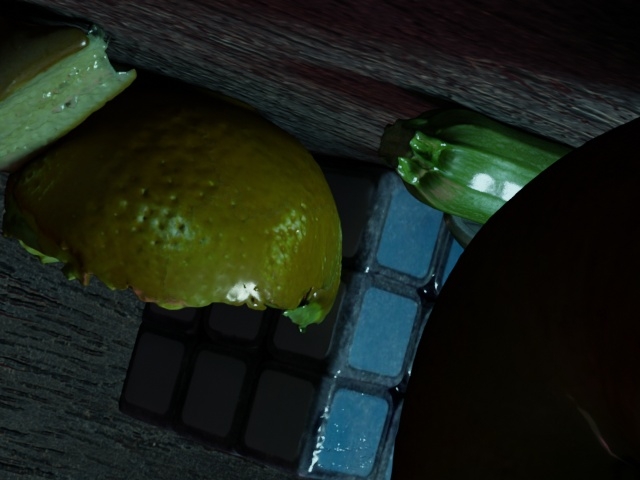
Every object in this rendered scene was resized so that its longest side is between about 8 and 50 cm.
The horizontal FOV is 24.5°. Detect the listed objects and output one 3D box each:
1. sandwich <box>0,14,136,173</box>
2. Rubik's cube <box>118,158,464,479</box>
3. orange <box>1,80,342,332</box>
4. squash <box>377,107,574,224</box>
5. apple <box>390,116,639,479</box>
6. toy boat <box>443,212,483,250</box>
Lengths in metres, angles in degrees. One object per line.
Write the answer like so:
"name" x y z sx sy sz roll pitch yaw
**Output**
"sandwich" -0.261 -0.110 1.058 0.236 0.128 0.122 14 -176 24
"Rubik's cube" 0.021 0.086 1.525 0.304 0.301 0.305 13 177 44
"orange" -0.105 -0.022 1.217 0.262 0.196 0.334 29 176 16
"squash" 0.133 -0.037 0.973 0.219 0.068 0.077 17 -173 -28
"apple" 0.229 0.127 0.606 0.333 0.400 0.400 9 180 -30
"toy boat" 0.228 0.006 1.222 0.260 0.078 0.085 14 153 -5
